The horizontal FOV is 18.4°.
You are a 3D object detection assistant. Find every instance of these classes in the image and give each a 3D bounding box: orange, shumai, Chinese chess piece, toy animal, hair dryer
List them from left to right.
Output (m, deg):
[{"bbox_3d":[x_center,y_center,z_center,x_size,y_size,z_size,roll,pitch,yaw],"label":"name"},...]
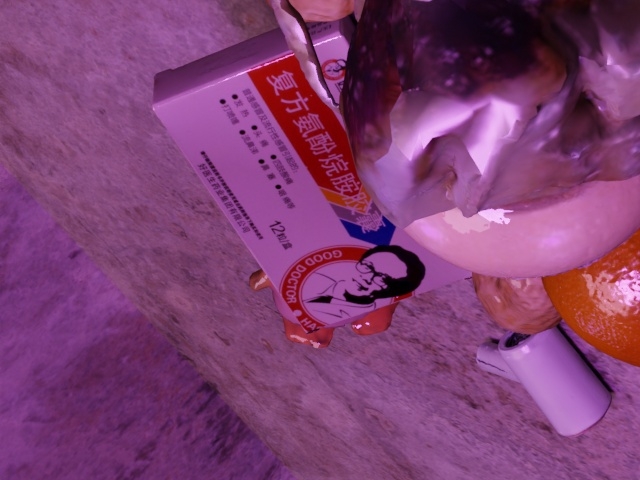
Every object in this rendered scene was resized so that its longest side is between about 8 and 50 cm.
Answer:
[{"bbox_3d":[-0.001,-0.004,2.283,0.281,0.195,0.169,65,-166,-59],"label":"toy animal"},{"bbox_3d":[0.155,-0.092,1.525,0.251,0.251,0.097,34,164,30],"label":"Chinese chess piece"},{"bbox_3d":[0.232,0.136,2.251,0.131,0.073,0.236,51,171,-16],"label":"hair dryer"},{"bbox_3d":[0.134,-0.166,1.236,0.395,0.348,0.395,37,161,15],"label":"shumai"},{"bbox_3d":[0.278,0.012,1.607,0.206,0.206,0.206,40,163,15],"label":"orange"}]

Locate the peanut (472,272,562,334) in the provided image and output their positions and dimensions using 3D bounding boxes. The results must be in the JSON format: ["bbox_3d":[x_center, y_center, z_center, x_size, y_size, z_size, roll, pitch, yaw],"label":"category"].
[{"bbox_3d":[0.206,0.036,1.950,0.108,0.095,0.226,17,169,1],"label":"peanut"}]

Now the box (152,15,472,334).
[{"bbox_3d":[0.001,-0.066,2.049,0.353,0.214,0.069,56,-158,-38],"label":"box"}]

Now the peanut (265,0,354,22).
[{"bbox_3d":[0.005,-0.254,1.764,0.103,0.098,0.229,5,172,-16],"label":"peanut"}]
